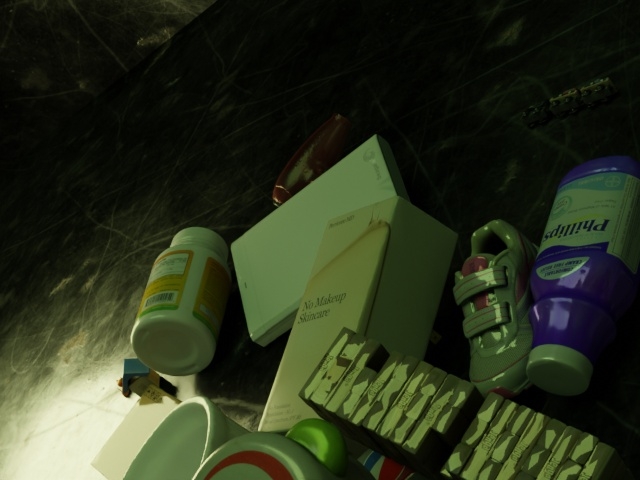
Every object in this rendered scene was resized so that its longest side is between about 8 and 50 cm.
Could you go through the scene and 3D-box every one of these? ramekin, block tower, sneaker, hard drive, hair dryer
[{"bbox_3d":[-0.154,0.341,1.415,0.277,0.135,0.277,-49,20,25],"label":"ramekin"},{"bbox_3d":[0.142,0.194,1.139,0.335,0.091,0.097,23,72,37],"label":"block tower"},{"bbox_3d":[0.199,0.076,1.342,0.103,0.111,0.252,-30,30,32],"label":"sneaker"},{"bbox_3d":[0.000,0.000,1.780,0.307,0.040,0.203,-36,46,22],"label":"hard drive"},{"bbox_3d":[0.012,-0.086,1.927,0.223,0.080,0.294,-21,48,33],"label":"hair dryer"}]

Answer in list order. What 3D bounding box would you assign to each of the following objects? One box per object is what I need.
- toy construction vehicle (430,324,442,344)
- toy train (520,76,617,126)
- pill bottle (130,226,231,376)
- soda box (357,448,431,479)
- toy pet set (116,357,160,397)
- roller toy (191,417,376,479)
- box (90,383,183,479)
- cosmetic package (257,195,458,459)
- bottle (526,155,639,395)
[{"bbox_3d":[0.108,0.131,1.491,0.086,0.035,0.098,-46,25,2],"label":"toy construction vehicle"},{"bbox_3d":[0.342,-0.191,1.608,0.158,0.027,0.036,-16,28,48],"label":"toy train"},{"bbox_3d":[-0.221,0.093,1.935,0.136,0.136,0.246,-31,29,29],"label":"pill bottle"},{"bbox_3d":[0.062,0.296,1.267,0.263,0.083,0.092,-44,27,6],"label":"soda box"},{"bbox_3d":[-0.315,0.216,1.984,0.122,0.065,0.114,-40,26,15],"label":"toy pet set"},{"bbox_3d":[-0.034,0.295,1.164,0.209,0.146,0.191,-26,59,29],"label":"roller toy"},{"bbox_3d":[-0.274,0.314,1.831,0.164,0.021,0.201,-53,26,-13],"label":"box"},{"bbox_3d":[0.049,0.115,1.454,0.160,0.113,0.310,-20,46,52],"label":"cosmetic package"},{"bbox_3d":[0.290,0.036,1.280,0.118,0.092,0.283,-16,39,45],"label":"bottle"}]
